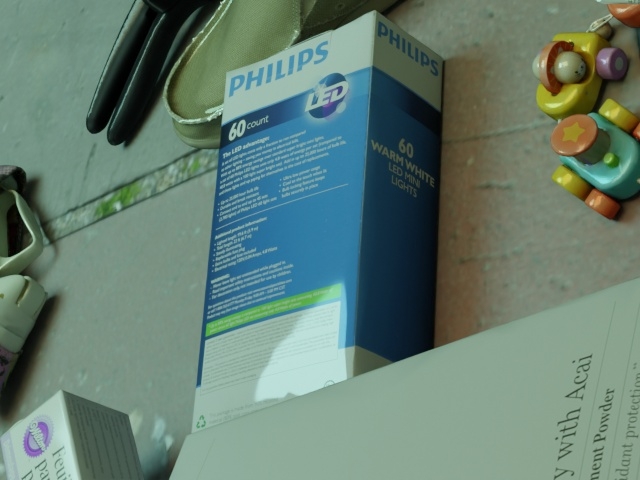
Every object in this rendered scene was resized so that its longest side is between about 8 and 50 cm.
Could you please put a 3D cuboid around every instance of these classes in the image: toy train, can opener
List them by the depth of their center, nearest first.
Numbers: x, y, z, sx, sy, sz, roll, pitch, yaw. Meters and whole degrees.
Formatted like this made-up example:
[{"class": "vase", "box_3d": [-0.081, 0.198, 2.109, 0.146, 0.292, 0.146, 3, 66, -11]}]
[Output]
[{"class": "toy train", "box_3d": [0.170, -0.097, 0.935, 0.125, 0.046, 0.166, -25, 52, 35]}, {"class": "can opener", "box_3d": [-0.134, -0.163, 1.277, 0.059, 0.073, 0.186, 39, 108, 41]}]

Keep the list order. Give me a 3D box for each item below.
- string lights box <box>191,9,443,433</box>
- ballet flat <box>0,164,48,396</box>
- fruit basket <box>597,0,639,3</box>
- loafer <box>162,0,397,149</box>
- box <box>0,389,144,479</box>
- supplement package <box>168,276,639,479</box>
[{"class": "string lights box", "box_3d": [0.000, 0.000, 1.033, 0.133, 0.076, 0.260, -17, 57, 39]}, {"class": "ballet flat", "box_3d": [-0.252, 0.027, 1.290, 0.079, 0.077, 0.221, -20, 53, 14]}, {"class": "fruit basket", "box_3d": [0.318, -0.238, 0.721, 0.353, 0.165, 0.327, 9, 75, 32]}, {"class": "loafer", "box_3d": [-0.024, -0.171, 1.139, 0.268, 0.092, 0.102, -42, 44, 22]}, {"class": "box", "box_3d": [-0.126, 0.241, 0.993, 0.063, 0.067, 0.324, -38, 49, 22]}, {"class": "supplement package", "box_3d": [0.072, 0.161, 0.690, 0.293, 0.175, 0.177, -23, 32, 36]}]
